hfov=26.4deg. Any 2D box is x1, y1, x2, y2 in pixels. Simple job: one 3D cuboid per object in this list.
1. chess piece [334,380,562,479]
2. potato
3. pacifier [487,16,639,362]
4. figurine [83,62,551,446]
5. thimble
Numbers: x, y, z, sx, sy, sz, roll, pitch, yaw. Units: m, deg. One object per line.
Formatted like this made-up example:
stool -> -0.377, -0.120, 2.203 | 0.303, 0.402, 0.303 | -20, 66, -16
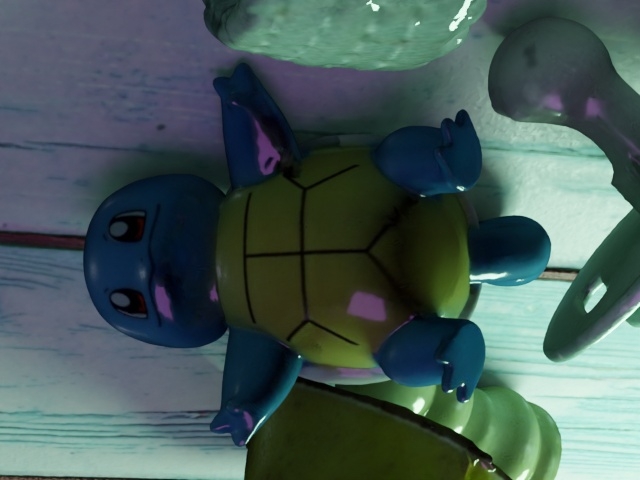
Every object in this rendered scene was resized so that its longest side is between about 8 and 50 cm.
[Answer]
chess piece -> 0.116, 0.175, 1.388 | 0.144, 0.144, 0.251 | -35, 126, 27
potato -> 0.000, 0.318, 1.293 | 0.290, 0.296, 0.397 | 41, 154, -22
pacifier -> 0.250, -0.075, 1.085 | 0.269, 0.288, 0.343 | 41, 95, 1
figurine -> 0.016, 0.003, 1.128 | 0.416, 0.243, 0.298 | -2, 95, -11
thimble -> 0.029, -0.218, 0.862 | 0.171, 0.205, 0.250 | 8, 142, -17
